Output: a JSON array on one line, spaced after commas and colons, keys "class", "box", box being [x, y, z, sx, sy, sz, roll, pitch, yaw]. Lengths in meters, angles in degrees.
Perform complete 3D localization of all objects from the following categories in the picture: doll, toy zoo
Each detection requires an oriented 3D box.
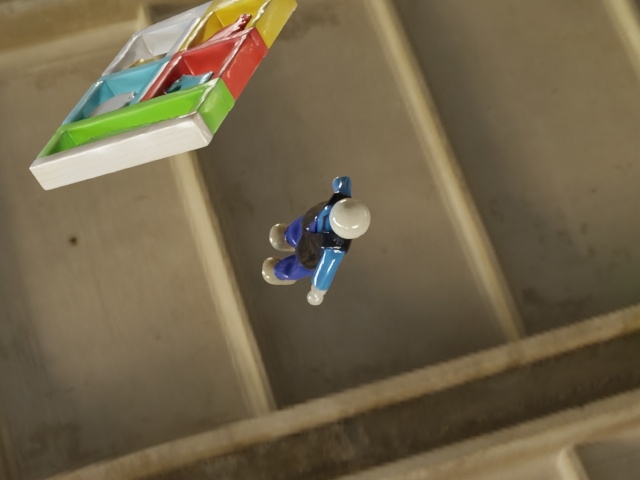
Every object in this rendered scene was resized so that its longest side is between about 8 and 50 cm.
[{"class": "doll", "box": [0.000, 0.000, 1.199, 0.046, 0.189, 0.129, 18, -110, -19]}, {"class": "toy zoo", "box": [-0.138, -0.164, 1.205, 0.192, 0.030, 0.293, -12, -146, 31]}]
